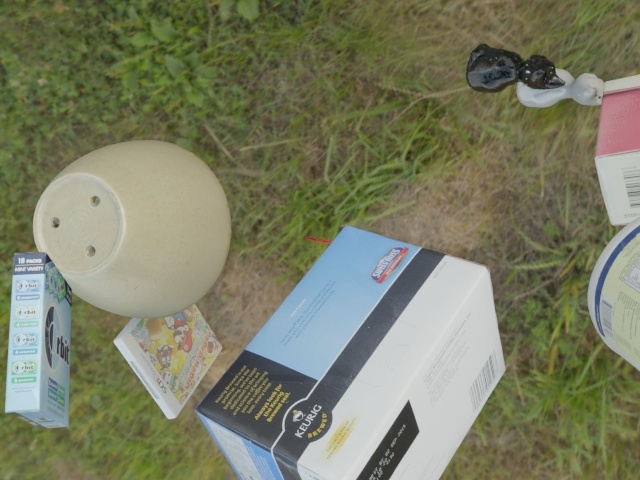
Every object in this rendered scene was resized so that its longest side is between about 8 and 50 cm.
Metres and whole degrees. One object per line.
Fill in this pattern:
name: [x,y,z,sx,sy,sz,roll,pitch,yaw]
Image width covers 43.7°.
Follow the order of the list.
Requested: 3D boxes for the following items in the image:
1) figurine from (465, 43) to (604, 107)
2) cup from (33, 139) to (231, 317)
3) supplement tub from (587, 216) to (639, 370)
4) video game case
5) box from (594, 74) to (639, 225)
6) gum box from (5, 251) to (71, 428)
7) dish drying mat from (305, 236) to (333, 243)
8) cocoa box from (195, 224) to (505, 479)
figurine: [0.420,-0.302,1.512,0.209,0.214,0.092,30,108,60]
cup: [-0.351,-0.021,1.372,0.331,0.237,0.331,0,90,17]
supplement tub: [0.517,0.108,0.998,0.235,0.325,0.235,-4,110,-12]
video game case: [-0.306,0.214,1.646,0.026,0.227,0.206,-16,114,30]
box: [0.540,-0.157,1.328,0.126,0.232,0.149,-7,128,29]
gum box: [-0.339,0.126,0.973,0.041,0.184,0.157,-3,160,-7]
dish drying mat: [0.000,0.000,1.936,0.032,0.083,0.008,17,93,35]
cocoa box: [0.054,0.192,1.046,0.228,0.347,0.231,18,144,34]
